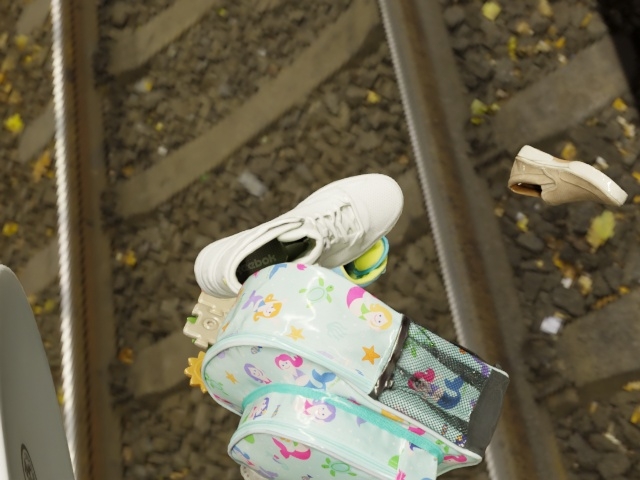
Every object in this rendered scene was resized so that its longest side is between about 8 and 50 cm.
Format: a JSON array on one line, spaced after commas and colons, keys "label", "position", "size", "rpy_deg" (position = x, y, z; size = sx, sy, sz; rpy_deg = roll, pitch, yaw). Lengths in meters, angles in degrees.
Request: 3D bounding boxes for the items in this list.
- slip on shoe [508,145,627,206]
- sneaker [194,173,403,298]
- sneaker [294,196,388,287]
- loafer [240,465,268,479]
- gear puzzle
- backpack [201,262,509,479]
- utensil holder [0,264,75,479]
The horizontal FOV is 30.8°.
[{"label": "slip on shoe", "position": [0.216, -0.048, 1.034], "size": [0.041, 0.051, 0.135], "rpy_deg": [-56, 37, -2]}, {"label": "sneaker", "position": [0.000, 0.000, 1.432], "size": [0.108, 0.292, 0.169], "rpy_deg": [66, 163, -9]}, {"label": "sneaker", "position": [0.041, 0.000, 1.974], "size": [0.208, 0.127, 0.319], "rpy_deg": [-32, 28, 33]}, {"label": "loafer", "position": [0.026, 0.353, 1.374], "size": [0.319, 0.111, 0.112], "rpy_deg": [35, 132, 16]}, {"label": "gear puzzle", "position": [-0.145, 0.154, 2.041], "size": [0.339, 0.175, 0.044], "rpy_deg": [-68, -3, -49]}, {"label": "backpack", "position": [0.014, 0.141, 1.087], "size": [0.191, 0.253, 0.225], "rpy_deg": [-59, 11, -28]}, {"label": "utensil holder", "position": [-0.350, 0.194, 0.687], "size": [0.327, 0.385, 0.328], "rpy_deg": [168, 90, -82]}]
